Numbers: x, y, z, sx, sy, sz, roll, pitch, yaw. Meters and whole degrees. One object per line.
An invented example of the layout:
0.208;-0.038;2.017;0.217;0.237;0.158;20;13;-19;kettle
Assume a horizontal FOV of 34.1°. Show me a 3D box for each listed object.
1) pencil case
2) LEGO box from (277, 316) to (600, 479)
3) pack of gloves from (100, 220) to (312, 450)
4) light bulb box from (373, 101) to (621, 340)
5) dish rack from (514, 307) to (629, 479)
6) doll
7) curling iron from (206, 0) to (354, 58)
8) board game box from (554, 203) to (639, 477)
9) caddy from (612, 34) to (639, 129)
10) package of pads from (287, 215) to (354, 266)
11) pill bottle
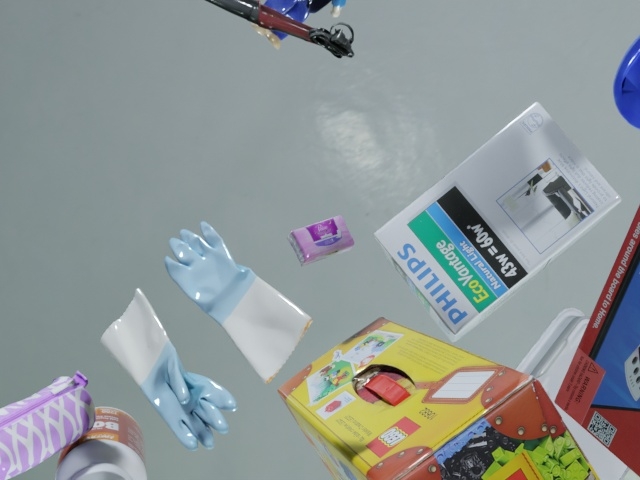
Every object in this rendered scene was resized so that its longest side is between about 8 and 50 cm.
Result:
-0.365;0.234;1.279;0.086;0.206;0.088;36;122;17;pencil case
0.168;0.319;1.252;0.193;0.500;0.372;-34;99;-10;LEGO box
-0.142;0.095;1.118;0.232;0.046;0.195;41;100;38;pack of gloves
0.309;-0.016;1.885;0.361;0.358;0.225;-39;80;1;light bulb box
0.485;0.320;1.903;0.333;0.285;0.072;54;153;-20;dish rack
-0.011;-0.361;1.520;0.189;0.129;0.046;-38;47;15;doll
-0.076;-0.311;1.408;0.274;0.068;0.035;21;74;-8;curling iron
0.212;0.026;0.501;0.145;0.027;0.281;42;137;33;board game box
0.412;-0.121;0.842;0.341;0.179;0.241;-17;96;57;caddy
0.000;0.000;1.455;0.050;0.083;0.032;64;153;15;package of pads
-0.295;0.312;1.409;0.121;0.216;0.121;-2;100;-11;pill bottle
